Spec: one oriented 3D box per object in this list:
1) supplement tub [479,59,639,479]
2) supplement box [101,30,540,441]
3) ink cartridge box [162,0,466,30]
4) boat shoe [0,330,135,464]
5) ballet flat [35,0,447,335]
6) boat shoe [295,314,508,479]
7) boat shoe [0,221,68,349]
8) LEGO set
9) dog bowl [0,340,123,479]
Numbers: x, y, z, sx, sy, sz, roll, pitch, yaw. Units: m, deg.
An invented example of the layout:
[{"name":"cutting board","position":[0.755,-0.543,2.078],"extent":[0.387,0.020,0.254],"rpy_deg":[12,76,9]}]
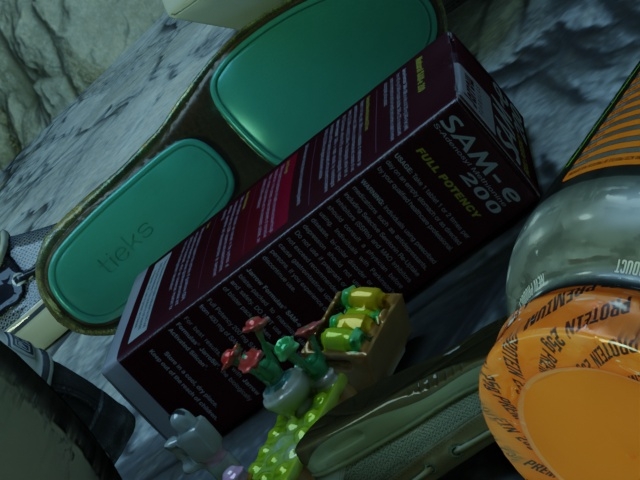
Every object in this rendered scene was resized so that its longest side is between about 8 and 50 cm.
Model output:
[{"name":"supplement tub","position":[0.130,-0.005,0.458],"extent":[0.117,0.117,0.190],"rpy_deg":[-20,26,54]},{"name":"supplement box","position":[0.000,0.000,0.852],"extent":[0.239,0.073,0.130],"rpy_deg":[-38,16,17]},{"name":"ink cartridge box","position":[0.007,-0.278,1.152],"extent":[0.197,0.198,0.270],"rpy_deg":[-32,-18,31]},{"name":"boat shoe","position":[-0.191,0.193,0.743],"extent":[0.301,0.102,0.108],"rpy_deg":[-60,22,-11]},{"name":"ballet flat","position":[-0.059,-0.064,1.128],"extent":[0.348,0.123,0.123],"rpy_deg":[-42,15,-2]},{"name":"boat shoe","position":[0.063,0.063,0.591],"extent":[0.153,0.048,0.056],"rpy_deg":[-29,6,19]},{"name":"boat shoe","position":[-0.300,0.034,1.338],"extent":[0.340,0.158,0.127],"rpy_deg":[-41,15,2]},{"name":"LEGO set","position":[-0.067,0.101,0.663],"extent":[0.287,0.107,0.132],"rpy_deg":[-46,15,-15]},{"name":"dog bowl","position":[-0.255,0.162,0.458],"extent":[0.408,0.408,0.150],"rpy_deg":[-34,37,26]}]
